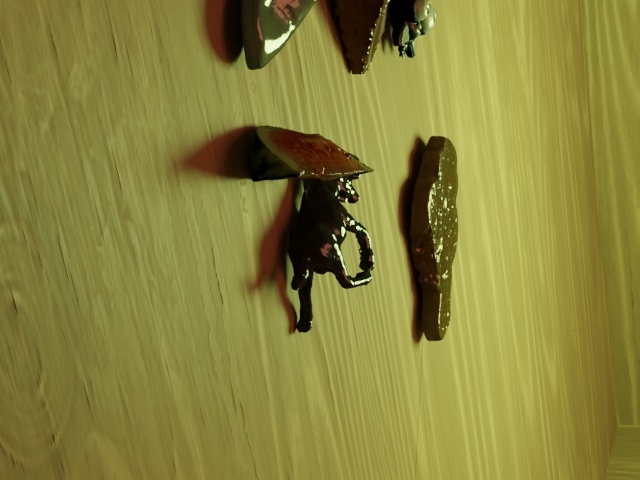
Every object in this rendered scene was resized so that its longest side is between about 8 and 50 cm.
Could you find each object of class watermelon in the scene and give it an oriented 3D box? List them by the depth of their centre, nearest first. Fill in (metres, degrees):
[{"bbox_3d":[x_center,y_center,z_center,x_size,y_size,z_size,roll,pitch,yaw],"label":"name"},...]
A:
[{"bbox_3d":[-0.016,-0.091,1.616,0.245,0.119,0.063,-5,105,-69],"label":"watermelon"}]

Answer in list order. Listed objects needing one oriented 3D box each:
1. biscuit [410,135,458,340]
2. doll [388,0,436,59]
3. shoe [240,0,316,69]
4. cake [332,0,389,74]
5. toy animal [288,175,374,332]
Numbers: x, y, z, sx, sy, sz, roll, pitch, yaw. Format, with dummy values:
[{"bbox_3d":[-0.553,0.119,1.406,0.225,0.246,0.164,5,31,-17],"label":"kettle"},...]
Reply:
[{"bbox_3d":[0.178,-0.004,2.237,0.183,0.047,0.320,-18,107,-66],"label":"biscuit"},{"bbox_3d":[0.135,-0.374,2.103,0.091,0.067,0.219,28,65,-72],"label":"doll"},{"bbox_3d":[-0.043,-0.281,1.593,0.079,0.078,0.195,83,10,-62],"label":"shoe"},{"bbox_3d":[0.071,-0.345,1.867,0.295,0.112,0.116,87,22,-51],"label":"cake"},{"bbox_3d":[0.000,0.000,1.740,0.148,0.084,0.233,60,35,-32],"label":"toy animal"}]
